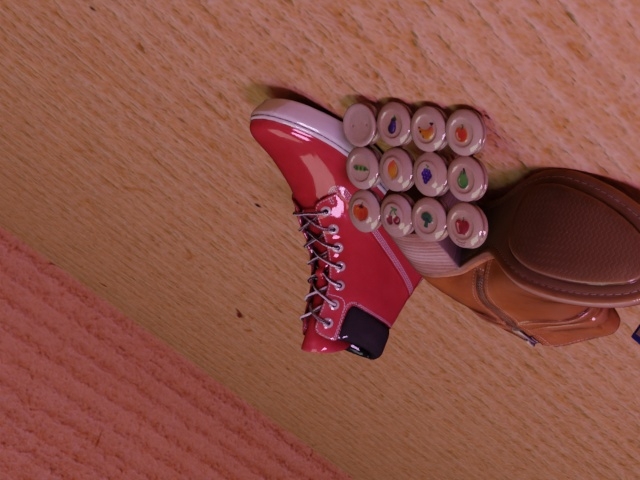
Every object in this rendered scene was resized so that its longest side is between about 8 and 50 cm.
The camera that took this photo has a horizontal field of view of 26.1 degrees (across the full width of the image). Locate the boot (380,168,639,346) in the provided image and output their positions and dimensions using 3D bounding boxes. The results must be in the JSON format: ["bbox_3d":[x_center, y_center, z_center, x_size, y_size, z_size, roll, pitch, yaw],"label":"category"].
[{"bbox_3d":[0.203,0.040,1.169,0.283,0.109,0.220,6,155,42],"label":"boot"}]

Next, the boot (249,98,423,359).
[{"bbox_3d":[0.000,0.000,1.253,0.244,0.176,0.088,41,160,-31],"label":"boot"}]

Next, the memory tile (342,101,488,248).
[{"bbox_3d":[0.075,-0.055,1.122,0.012,0.113,0.148,-11,-166,-44],"label":"memory tile"}]

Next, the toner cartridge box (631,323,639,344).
[{"bbox_3d":[0.428,0.155,1.100,0.348,0.075,0.165,31,-172,-9],"label":"toner cartridge box"}]
